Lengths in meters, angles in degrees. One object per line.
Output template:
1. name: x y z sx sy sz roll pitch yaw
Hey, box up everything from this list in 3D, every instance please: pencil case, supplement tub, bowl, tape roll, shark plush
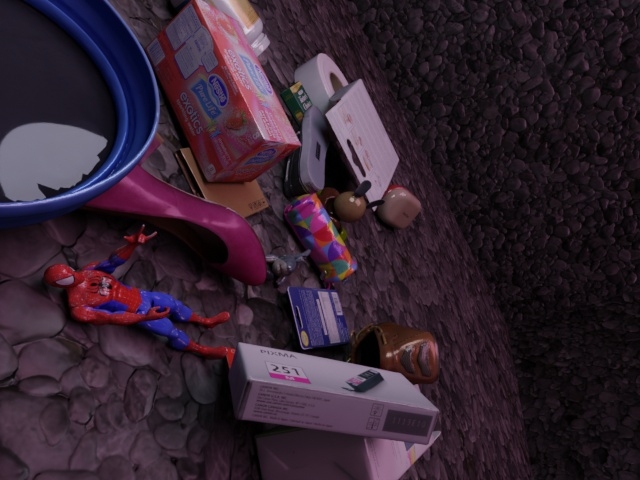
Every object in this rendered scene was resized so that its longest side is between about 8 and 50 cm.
1. pencil case: 0.000 0.000 1.104 0.237 0.104 0.104 60 27 -14
2. supplement tub: -0.223 -0.502 1.024 0.200 0.144 0.144 51 30 -31
3. bowl: -0.369 -0.188 0.460 0.391 0.077 0.392 25 48 -32
4. tape roll: 0.030 -0.489 1.553 0.286 0.100 0.286 44 34 -41
5. shark plush: -0.056 0.054 0.984 0.161 0.067 0.073 -3 72 -63

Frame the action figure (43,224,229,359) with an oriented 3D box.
1. action figure: -0.209 0.080 0.601 0.280 0.139 0.092 34 40 -45

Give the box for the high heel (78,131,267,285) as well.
1. high heel: -0.230 -0.007 0.683 0.377 0.127 0.181 49 47 -29

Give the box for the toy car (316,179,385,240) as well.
1. toy car: 0.069 -0.101 1.210 0.155 0.188 0.149 41 36 -43

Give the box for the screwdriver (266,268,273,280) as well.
1. screwdriver: -0.154 0.036 0.874 0.169 0.024 0.025 35 69 -38

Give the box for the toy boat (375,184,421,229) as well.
1. toy boat: 0.277 -0.146 1.743 0.151 0.151 0.231 46 12 32

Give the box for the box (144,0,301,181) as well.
1. box: -0.186 -0.278 0.873 0.300 0.154 0.142 63 26 7

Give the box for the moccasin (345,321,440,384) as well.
1. moccasin: 0.119 0.248 0.958 0.380 0.146 0.139 147 -58 -80

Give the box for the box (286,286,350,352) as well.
1. box: -0.010 0.175 1.011 0.225 0.036 0.137 17 54 -60

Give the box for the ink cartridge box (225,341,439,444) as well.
1. ink cartridge box: 0.000 0.205 0.682 0.274 0.060 0.239 15 5 -17

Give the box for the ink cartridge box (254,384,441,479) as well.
1. ink cartridge box: 0.072 0.355 0.826 0.353 0.207 0.119 12 61 -60

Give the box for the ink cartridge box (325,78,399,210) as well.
1. ink cartridge box: 0.112 -0.291 1.371 0.308 0.091 0.385 60 32 -21

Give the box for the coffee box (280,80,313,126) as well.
1. coffee box: -0.047 -0.393 1.392 0.184 0.040 0.113 59 27 -18

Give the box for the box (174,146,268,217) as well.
1. box: -0.192 -0.118 0.915 0.165 0.021 0.201 64 26 -6

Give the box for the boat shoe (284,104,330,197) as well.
1. boat shoe: -0.044 -0.237 1.203 0.113 0.104 0.307 43 39 -46
